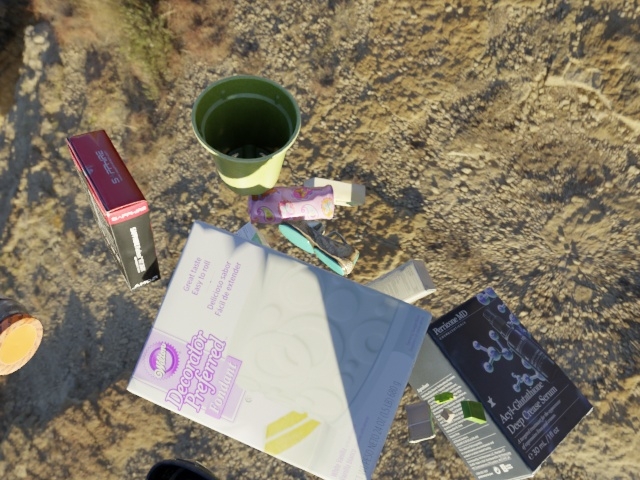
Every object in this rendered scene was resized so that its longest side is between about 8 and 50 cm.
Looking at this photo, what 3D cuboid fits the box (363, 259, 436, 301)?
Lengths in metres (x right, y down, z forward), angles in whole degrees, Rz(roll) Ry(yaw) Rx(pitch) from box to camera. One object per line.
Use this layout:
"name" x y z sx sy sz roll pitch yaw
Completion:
"box" 0.305 0.210 1.831 0.311 0.121 0.148 -31 70 29

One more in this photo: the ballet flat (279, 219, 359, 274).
"ballet flat" 0.000 0.000 0.924 0.206 0.073 0.067 34 69 31

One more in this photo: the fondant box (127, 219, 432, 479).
"fondant box" -0.052 0.144 0.589 0.330 0.096 0.239 21 87 7

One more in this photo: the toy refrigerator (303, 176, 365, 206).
"toy refrigerator" 0.064 -0.211 1.971 0.102 0.269 0.094 -8 78 58

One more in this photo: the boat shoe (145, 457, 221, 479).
"boat shoe" -0.217 0.616 0.922 0.499 0.156 0.187 13 59 43

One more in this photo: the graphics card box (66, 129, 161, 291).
"graphics card box" -0.497 -0.057 1.080 0.233 0.094 0.371 52 149 20

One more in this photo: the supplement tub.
"supplement tub" -0.902 0.213 1.120 0.315 0.193 0.194 20 98 10

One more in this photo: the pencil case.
"pencil case" -0.092 -0.117 1.414 0.283 0.124 0.124 -5 85 -12

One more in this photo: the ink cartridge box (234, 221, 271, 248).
"ink cartridge box" -0.354 0.081 1.920 0.272 0.115 0.198 -39 44 3

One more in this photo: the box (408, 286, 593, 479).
"box" 0.445 0.376 1.174 0.396 0.293 0.212 54 145 21

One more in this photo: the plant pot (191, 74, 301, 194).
"plant pot" -0.199 -0.262 1.218 0.275 0.254 0.276 3 65 -6

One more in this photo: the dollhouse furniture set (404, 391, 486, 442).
"dollhouse furniture set" 0.246 0.355 0.881 0.151 0.058 0.076 -33 46 33
